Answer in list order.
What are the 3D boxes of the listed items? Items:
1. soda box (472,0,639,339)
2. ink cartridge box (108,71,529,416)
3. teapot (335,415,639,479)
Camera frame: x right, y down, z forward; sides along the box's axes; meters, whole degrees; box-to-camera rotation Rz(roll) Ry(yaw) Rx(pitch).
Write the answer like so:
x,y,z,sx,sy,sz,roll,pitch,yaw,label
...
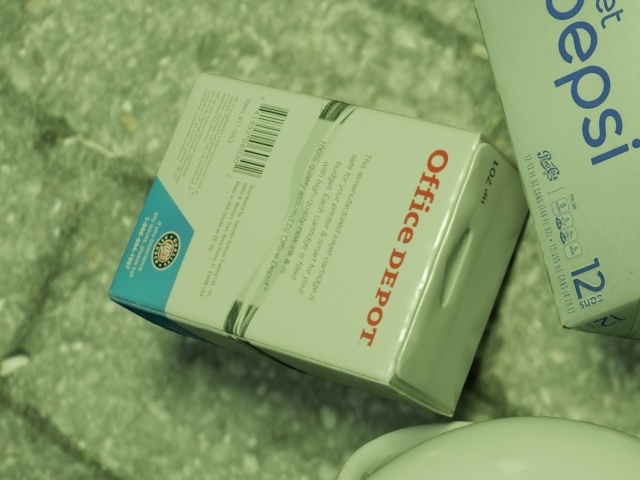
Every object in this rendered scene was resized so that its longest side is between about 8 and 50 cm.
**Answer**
x,y,z,sx,sy,sz,roll,pitch,yaw,label
0.145,-0.100,0.964,0.098,0.091,0.286,-24,70,30,soda box
0.000,0.000,1.036,0.190,0.082,0.140,16,79,33,ink cartridge box
0.127,0.179,0.886,0.256,0.187,0.252,60,143,7,teapot
